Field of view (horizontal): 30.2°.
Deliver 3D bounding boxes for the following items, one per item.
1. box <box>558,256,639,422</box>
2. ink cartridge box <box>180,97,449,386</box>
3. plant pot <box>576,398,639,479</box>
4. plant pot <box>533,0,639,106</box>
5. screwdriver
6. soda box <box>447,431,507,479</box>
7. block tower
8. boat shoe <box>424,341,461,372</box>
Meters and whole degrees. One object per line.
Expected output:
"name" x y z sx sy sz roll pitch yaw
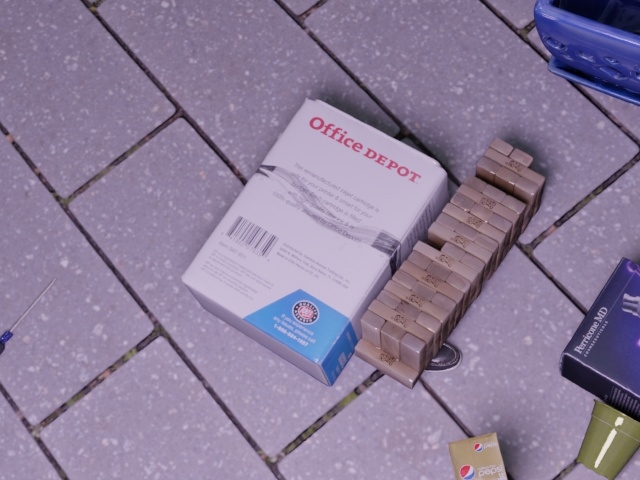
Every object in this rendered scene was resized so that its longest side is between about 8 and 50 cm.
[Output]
"box" 0.421 0.144 1.464 0.207 0.108 0.153 30 77 18
"ink cartridge box" 0.000 0.000 1.577 0.223 0.129 0.307 30 76 19
"plant pot" 0.354 0.249 1.455 0.083 0.083 0.079 29 87 18
"plant pot" 0.434 -0.309 1.584 0.236 0.212 0.236 23 75 17
"screwdriver" -0.424 0.118 1.658 0.170 0.024 0.025 -48 40 -13
"soda box" 0.190 0.279 1.407 0.058 0.181 0.061 -13 68 4
"block tower" 0.173 0.026 1.533 0.091 0.097 0.335 30 69 18
"boat shoe" 0.122 0.140 1.551 0.125 0.038 0.046 16 72 15
